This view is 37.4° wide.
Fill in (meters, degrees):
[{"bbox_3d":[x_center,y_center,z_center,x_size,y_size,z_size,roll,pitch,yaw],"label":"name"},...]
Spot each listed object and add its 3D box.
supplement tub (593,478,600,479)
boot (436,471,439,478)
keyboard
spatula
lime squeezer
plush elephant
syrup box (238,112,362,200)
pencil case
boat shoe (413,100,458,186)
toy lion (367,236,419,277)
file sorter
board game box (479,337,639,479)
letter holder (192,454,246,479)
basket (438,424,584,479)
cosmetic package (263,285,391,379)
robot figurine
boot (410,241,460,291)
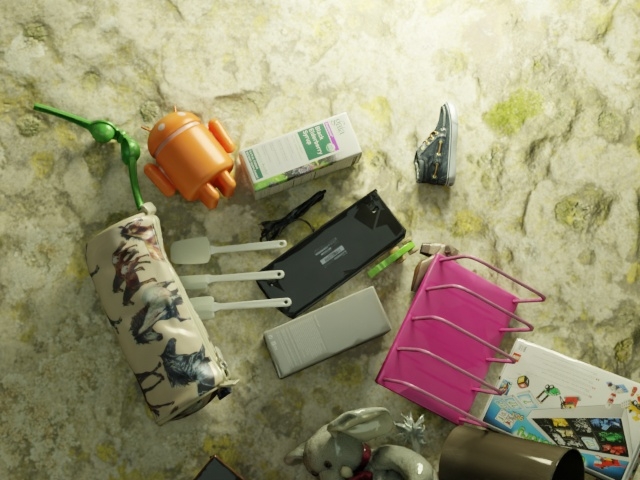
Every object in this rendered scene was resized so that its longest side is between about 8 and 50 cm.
[{"bbox_3d":[0.483,0.605,1.789,0.316,0.193,0.193,-33,84,-10],"label":"supplement tub"},{"bbox_3d":[0.307,0.503,1.860,0.197,0.073,0.152,-16,73,-14],"label":"boot"},{"bbox_3d":[0.000,0.000,1.949,0.317,0.033,0.201,-35,85,-10],"label":"keyboard"},{"bbox_3d":[-0.182,0.071,1.908,0.242,0.019,0.168,-5,77,7],"label":"spatula"},{"bbox_3d":[-0.441,-0.191,1.931,0.310,0.059,0.110,43,65,6],"label":"lime squeezer"},{"bbox_3d":[0.074,0.442,1.761,0.255,0.272,0.330,16,50,-15],"label":"plush elephant"},{"bbox_3d":[-0.041,-0.172,1.944,0.237,0.096,0.093,-21,81,-7],"label":"syrup box"},{"bbox_3d":[-0.314,0.139,1.832,0.183,0.160,0.410,-26,82,4],"label":"pencil case"},{"bbox_3d":[0.241,-0.206,1.985,0.083,0.065,0.183,3,80,-5],"label":"boat shoe"},{"bbox_3d":[0.141,0.040,1.919,0.096,0.100,0.034,-33,85,-28],"label":"toy lion"},{"bbox_3d":[0.279,0.194,1.837,0.202,0.182,0.291,29,79,-10],"label":"file sorter"},{"bbox_3d":[0.484,0.330,1.832,0.305,0.053,0.193,20,77,34],"label":"board game box"},{"bbox_3d":[-0.129,0.546,1.741,0.302,0.214,0.152,39,77,2],"label":"letter holder"},{"bbox_3d":[0.345,0.430,1.742,0.227,0.204,0.154,10,72,33],"label":"basket"},{"bbox_3d":[0.011,0.183,1.867,0.238,0.127,0.107,-20,81,-6],"label":"cosmetic package"},{"bbox_3d":[-0.264,-0.168,1.910,0.158,0.128,0.219,-41,84,22],"label":"robot figurine"},{"bbox_3d":[0.240,0.059,1.950,0.087,0.042,0.118,17,82,-6],"label":"boot"}]
